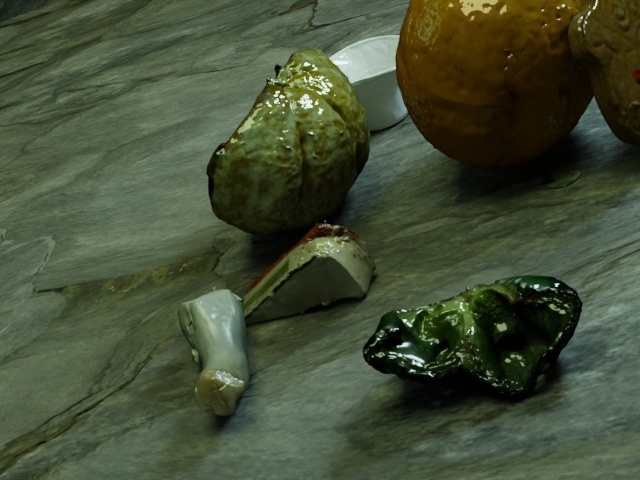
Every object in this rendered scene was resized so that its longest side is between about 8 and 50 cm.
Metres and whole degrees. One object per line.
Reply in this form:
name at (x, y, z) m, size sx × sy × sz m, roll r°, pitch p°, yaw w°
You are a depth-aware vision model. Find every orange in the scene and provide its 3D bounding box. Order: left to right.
orange at (-0.036, -0.141, 2.004) m, size 0.210 × 0.271 × 0.369 m, roll 28°, pitch 41°, yaw 1°
orange at (0.267, -0.286, 1.877) m, size 0.293 × 0.341 × 0.340 m, roll 31°, pitch 56°, yaw 30°

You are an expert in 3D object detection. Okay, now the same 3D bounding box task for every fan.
fan at (0.358, -0.088, 1.836) m, size 0.060 × 0.003 × 0.080 m, roll -4°, pitch 33°, yaw 34°

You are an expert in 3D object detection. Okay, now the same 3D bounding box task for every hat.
hat at (0.099, -0.281, 2.246) m, size 0.203 × 0.126 × 0.203 m, roll -19°, pitch 27°, yaw 10°

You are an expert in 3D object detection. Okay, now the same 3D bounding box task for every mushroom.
mushroom at (-0.143, 0.153, 1.708) m, size 0.099 × 0.096 × 0.278 m, roll -24°, pitch 31°, yaw 3°

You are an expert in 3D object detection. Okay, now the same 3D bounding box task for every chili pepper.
chili pepper at (0.197, 0.122, 1.498) m, size 0.264 × 0.116 × 0.148 m, roll -15°, pitch 17°, yaw 15°

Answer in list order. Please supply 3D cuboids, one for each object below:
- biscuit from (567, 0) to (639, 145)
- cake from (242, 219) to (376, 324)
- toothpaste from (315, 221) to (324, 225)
biscuit at (0.471, -0.269, 1.795) m, size 0.049 × 0.257 × 0.273 m, roll -18°, pitch 18°, yaw 43°
cake at (-0.040, 0.045, 1.792) m, size 0.220 × 0.117 × 0.086 m, roll -11°, pitch 36°, yaw 22°
toothpaste at (0.000, 0.000, 1.942) m, size 0.017 × 0.020 × 0.083 m, roll -19°, pitch 28°, yaw 14°
